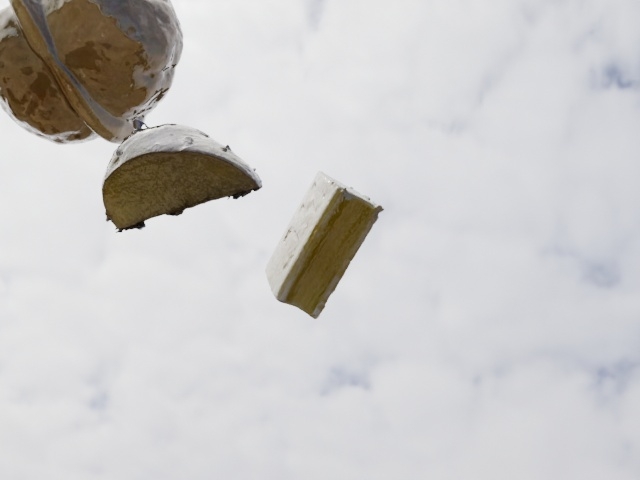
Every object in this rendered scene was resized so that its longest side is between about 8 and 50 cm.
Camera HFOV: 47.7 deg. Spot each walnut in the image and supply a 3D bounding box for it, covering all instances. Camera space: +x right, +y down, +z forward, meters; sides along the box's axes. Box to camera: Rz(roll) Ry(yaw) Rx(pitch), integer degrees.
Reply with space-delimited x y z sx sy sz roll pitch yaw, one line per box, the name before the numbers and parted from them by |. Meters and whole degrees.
walnut | -0.348 -0.277 1.074 0.296 0.285 0.285 -27 -56 10

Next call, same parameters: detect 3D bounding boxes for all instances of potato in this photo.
potato | -0.137 -0.082 0.691 0.172 0.101 0.089 -14 -59 27

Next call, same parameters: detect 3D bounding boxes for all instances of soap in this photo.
soap | 0.000 0.000 1.885 0.156 0.293 0.335 26 -79 -18
